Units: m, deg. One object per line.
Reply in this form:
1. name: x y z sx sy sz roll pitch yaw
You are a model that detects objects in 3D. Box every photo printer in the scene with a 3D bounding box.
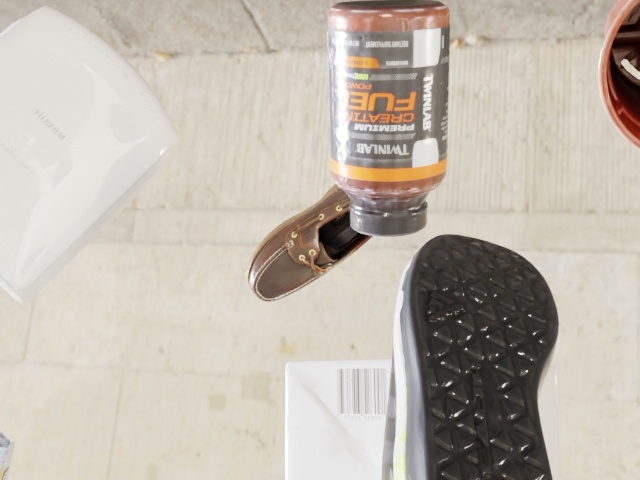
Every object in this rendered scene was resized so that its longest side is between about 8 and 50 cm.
1. photo printer: -0.344 -0.117 1.088 0.256 0.307 0.107 46 159 -10

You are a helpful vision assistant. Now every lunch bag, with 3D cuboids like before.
1. lunch bag: -0.366 0.247 0.969 0.053 0.071 0.083 15 176 -38

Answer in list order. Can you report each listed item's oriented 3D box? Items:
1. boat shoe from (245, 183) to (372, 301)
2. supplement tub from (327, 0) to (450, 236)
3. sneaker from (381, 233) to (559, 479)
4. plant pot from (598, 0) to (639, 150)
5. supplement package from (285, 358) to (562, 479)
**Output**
1. boat shoe: 0.000 0.000 1.016 0.073 0.207 0.073 40 -168 -33
2. supplement tub: 0.060 -0.106 0.776 0.106 0.197 0.106 -2 -162 1
3. sneaker: 0.059 0.094 0.437 0.084 0.234 0.097 20 132 -3
4. plant pot: 0.527 -0.278 1.287 0.273 0.272 0.265 3 -157 9
5. supplement package: 0.114 0.207 0.888 0.178 0.175 0.293 -6 169 30
